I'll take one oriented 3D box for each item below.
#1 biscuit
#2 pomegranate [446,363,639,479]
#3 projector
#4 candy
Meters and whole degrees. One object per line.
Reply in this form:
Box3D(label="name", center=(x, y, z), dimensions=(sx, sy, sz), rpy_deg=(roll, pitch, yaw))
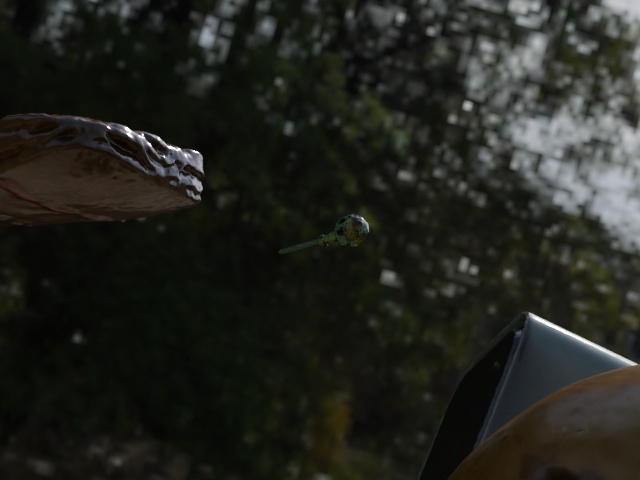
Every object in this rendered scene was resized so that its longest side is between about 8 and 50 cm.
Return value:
Box3D(label="biscuit", center=(-0.237, -0.045, 1.207), dimensions=(0.277, 0.052, 0.262), rpy_deg=(-2, -9, 17))
Box3D(label="pomegranate", center=(0.241, 0.283, 1.130), dimensions=(0.416, 0.417, 0.416), rpy_deg=(16, -3, 1))
Box3D(label="projector", center=(0.235, 0.244, 1.723), dimensions=(0.249, 0.248, 0.248), rpy_deg=(26, -23, -3))
Box3D(label="candy", center=(0.000, 0.000, 1.314), dimensions=(0.083, 0.025, 0.023), rpy_deg=(-17, -41, 36))
